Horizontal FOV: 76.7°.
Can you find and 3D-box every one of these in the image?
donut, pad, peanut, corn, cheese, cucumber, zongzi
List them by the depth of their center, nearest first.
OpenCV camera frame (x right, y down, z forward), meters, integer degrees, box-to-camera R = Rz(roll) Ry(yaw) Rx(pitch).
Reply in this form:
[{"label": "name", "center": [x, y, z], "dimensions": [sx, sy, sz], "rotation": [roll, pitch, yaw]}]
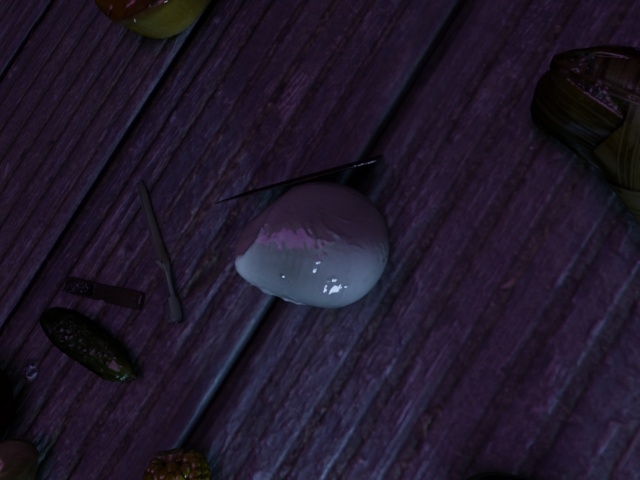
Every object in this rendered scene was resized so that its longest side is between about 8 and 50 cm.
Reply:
[{"label": "zongzi", "center": [0.371, -0.074, 0.477], "dimensions": [0.285, 0.134, 0.289], "rotation": [24, 93, 29]}, {"label": "corn", "center": [-0.193, 0.443, 0.549], "dimensions": [0.101, 0.101, 0.292], "rotation": [-11, 72, 16]}, {"label": "cheese", "center": [0.000, 0.000, 0.551], "dimensions": [0.188, 0.198, 0.155], "rotation": [23, 120, 8]}, {"label": "pad", "center": [-0.025, -0.093, 0.602], "dimensions": [0.234, 0.158, 0.003], "rotation": [-12, 102, 15]}, {"label": "peanut", "center": [-0.573, 0.426, 0.677], "dimensions": [0.236, 0.110, 0.120], "rotation": [-46, 59, 2]}, {"label": "cucumber", "center": [-0.404, 0.181, 0.706], "dimensions": [0.227, 0.069, 0.069], "rotation": [27, 86, 19]}, {"label": "donut", "center": [-0.340, -0.544, 0.838], "dimensions": [0.277, 0.108, 0.278], "rotation": [-4, 76, 17]}]

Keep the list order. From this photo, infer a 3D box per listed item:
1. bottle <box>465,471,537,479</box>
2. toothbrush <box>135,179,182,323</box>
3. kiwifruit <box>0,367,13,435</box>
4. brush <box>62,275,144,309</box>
[{"label": "bottle", "center": [0.201, 0.432, 0.386], "dimensions": [0.168, 0.168, 0.348], "rotation": [6, 83, 20]}, {"label": "toothbrush", "center": [-0.293, 0.013, 0.729], "dimensions": [0.028, 0.026, 0.295], "rotation": [-30, 69, 26]}, {"label": "kiwifruit", "center": [-0.658, 0.288, 0.674], "dimensions": [0.195, 0.234, 0.196], "rotation": [-3, 77, 14]}, {"label": "brush", "center": [-0.409, 0.095, 0.748], "dimensions": [0.190, 0.027, 0.034], "rotation": [8, 81, 20]}]
